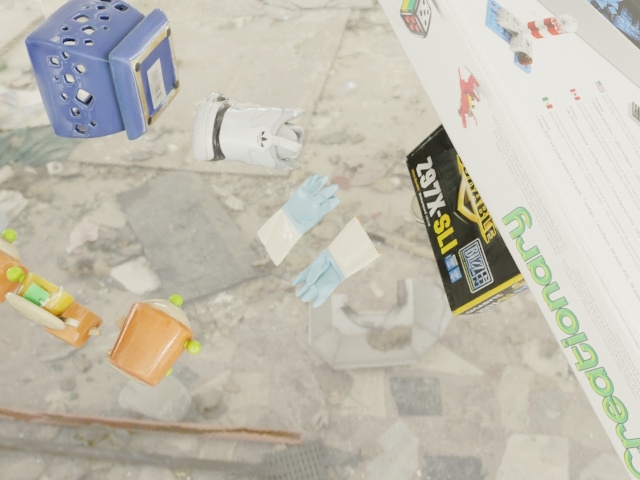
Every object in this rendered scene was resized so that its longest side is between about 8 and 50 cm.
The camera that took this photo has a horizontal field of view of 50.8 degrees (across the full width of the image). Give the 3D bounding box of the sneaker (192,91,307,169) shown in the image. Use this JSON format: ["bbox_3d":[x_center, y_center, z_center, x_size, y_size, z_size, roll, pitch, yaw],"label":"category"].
[{"bbox_3d":[-0.142,-0.220,1.386,0.210,0.138,0.366,7,13,-5],"label":"sneaker"}]

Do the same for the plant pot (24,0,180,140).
[{"bbox_3d":[-0.428,-0.354,1.395,0.211,0.236,0.236,12,47,11],"label":"plant pot"}]

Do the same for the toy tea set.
[{"bbox_3d":[-0.320,0.083,0.936,0.200,0.336,0.124,-14,44,62],"label":"toy tea set"}]

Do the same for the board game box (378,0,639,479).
[{"bbox_3d":[0.176,-0.051,0.367,0.192,0.053,0.306,-19,76,-24],"label":"board game box"}]

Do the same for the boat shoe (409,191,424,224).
[{"bbox_3d":[0.336,-0.047,1.284,0.335,0.095,0.112,11,84,29],"label":"boat shoe"}]

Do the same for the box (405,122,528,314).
[{"bbox_3d":[0.281,-0.068,1.130,0.079,0.257,0.322,1,64,-30],"label":"box"}]

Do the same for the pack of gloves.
[{"bbox_3d":[0.000,0.000,1.242,0.046,0.232,0.195,-18,71,-47],"label":"pack of gloves"}]
